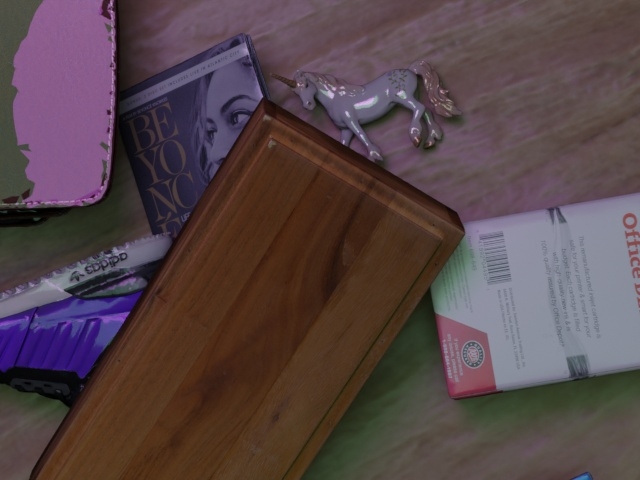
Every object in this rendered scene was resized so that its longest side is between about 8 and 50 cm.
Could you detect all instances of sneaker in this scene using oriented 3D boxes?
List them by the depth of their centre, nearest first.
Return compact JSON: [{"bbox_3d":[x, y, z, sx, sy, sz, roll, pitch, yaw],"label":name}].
[{"bbox_3d":[-0.252,0.108,1.533,0.293,0.102,0.146,-22,92,5],"label":"sneaker"}]

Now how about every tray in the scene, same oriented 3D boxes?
[{"bbox_3d":[-0.071,0.103,1.454,0.203,0.076,0.411,30,102,-11],"label":"tray"}]

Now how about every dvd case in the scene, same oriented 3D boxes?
[{"bbox_3d":[-0.101,-0.061,1.542,0.164,0.018,0.221,-21,82,29],"label":"dvd case"}]

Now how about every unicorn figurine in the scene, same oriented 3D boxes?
[{"bbox_3d":[0.042,-0.124,1.554,0.162,0.060,0.111,-20,83,-13],"label":"unicorn figurine"}]

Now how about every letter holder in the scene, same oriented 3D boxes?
[{"bbox_3d":[-0.283,-0.169,1.537,0.214,0.152,0.302,-3,85,3],"label":"letter holder"}]

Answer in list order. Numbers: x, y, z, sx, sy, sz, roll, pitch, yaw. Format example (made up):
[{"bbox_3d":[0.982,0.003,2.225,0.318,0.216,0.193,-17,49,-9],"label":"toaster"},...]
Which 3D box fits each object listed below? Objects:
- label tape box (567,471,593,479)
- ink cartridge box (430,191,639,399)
[{"bbox_3d":[0.198,0.402,1.464,0.241,0.106,0.333,-23,83,3],"label":"label tape box"},{"bbox_3d":[0.213,0.051,1.501,0.218,0.092,0.158,-10,84,6],"label":"ink cartridge box"}]
